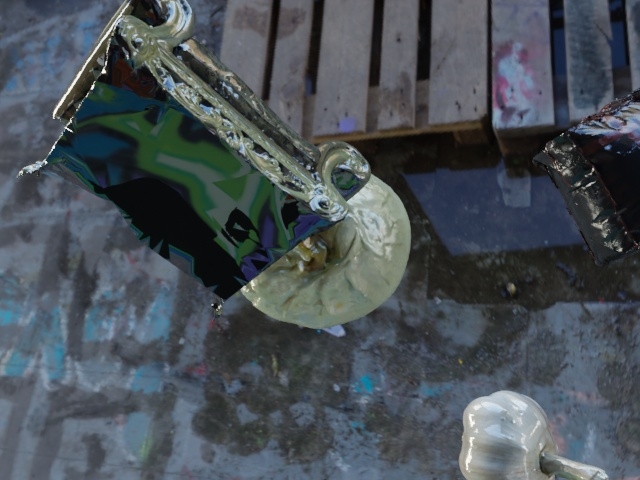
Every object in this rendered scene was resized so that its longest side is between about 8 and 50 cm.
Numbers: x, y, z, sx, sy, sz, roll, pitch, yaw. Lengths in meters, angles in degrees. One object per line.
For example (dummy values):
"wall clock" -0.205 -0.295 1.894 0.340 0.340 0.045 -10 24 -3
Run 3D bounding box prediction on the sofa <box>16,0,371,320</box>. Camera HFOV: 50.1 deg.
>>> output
"sofa" -0.101 -0.086 0.618 0.200 0.258 0.182 -38 19 39

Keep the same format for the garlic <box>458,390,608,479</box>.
"garlic" 0.334 0.328 1.057 0.226 0.199 0.199 -6 66 48

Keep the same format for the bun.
"bun" 0.000 0.000 0.811 0.222 0.127 0.222 0 75 -1

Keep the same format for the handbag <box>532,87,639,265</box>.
"handbag" 0.387 -0.092 0.837 0.215 0.155 0.169 -28 77 -18
